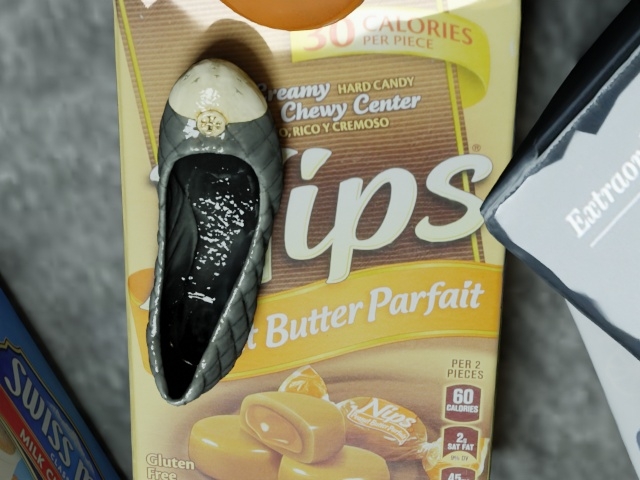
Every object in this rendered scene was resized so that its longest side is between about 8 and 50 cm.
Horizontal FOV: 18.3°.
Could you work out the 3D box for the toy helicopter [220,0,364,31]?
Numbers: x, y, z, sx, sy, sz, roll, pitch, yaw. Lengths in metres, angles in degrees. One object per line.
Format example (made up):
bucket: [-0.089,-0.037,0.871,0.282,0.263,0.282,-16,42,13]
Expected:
toy helicopter: [-0.114,-0.233,0.818,0.355,0.140,0.235,8,130,16]

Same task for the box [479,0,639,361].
box: [0.318,-0.015,0.798,0.395,0.212,0.293,41,117,-1]

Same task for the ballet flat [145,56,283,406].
ballet flat: [-0.049,-0.001,0.892,0.057,0.049,0.173,8,122,5]

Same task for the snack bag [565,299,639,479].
snack bag: [0.325,0.076,1.012,0.343,0.037,0.323,-16,118,15]

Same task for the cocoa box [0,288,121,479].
cocoa box: [-0.297,0.193,1.038,0.347,0.228,0.231,-19,118,17]

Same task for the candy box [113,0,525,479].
candy box: [0.000,0.000,0.968,0.183,0.087,0.316,4,122,5]
